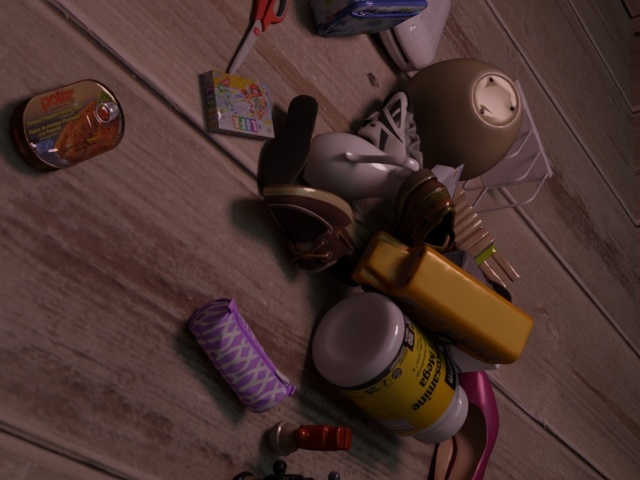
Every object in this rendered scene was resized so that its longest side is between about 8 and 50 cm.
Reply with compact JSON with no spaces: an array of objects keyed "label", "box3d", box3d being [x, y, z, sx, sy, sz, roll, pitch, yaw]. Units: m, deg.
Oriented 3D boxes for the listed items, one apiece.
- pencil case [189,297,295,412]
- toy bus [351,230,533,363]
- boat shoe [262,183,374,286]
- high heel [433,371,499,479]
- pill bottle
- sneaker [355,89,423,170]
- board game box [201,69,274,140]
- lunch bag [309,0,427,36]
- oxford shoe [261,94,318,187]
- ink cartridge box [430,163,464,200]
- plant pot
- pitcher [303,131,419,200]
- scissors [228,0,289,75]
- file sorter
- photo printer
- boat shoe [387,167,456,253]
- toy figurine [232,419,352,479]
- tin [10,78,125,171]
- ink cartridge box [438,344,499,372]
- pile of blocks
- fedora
[{"label":"pencil case","box3d":[-0.124,0.185,1.423,0.206,0.088,0.086,56,37,-28]},{"label":"toy bus","box3d":[0.226,0.107,1.673,0.332,0.130,0.108,34,72,-16]},{"label":"boat shoe","box3d":[0.000,0.000,1.634,0.342,0.123,0.123,39,56,-58]},{"label":"high heel","box3d":[0.304,0.441,1.926,0.181,0.127,0.378,29,59,-61]},{"label":"pill bottle","box3d":[0.146,0.256,1.706,0.334,0.187,0.188,45,46,-39]},{"label":"sneaker","box3d":[0.129,-0.228,1.903,0.331,0.146,0.123,-91,179,-58]},{"label":"board game box","box3d":[-0.144,-0.236,1.579,0.154,0.026,0.104,0,80,-56]},{"label":"lunch bag","box3d":[0.101,-0.491,1.855,0.218,0.176,0.090,-12,87,-39]},{"label":"oxford shoe","box3d":[-0.052,-0.166,1.662,0.076,0.076,0.212,96,14,-61]},{"label":"ink cartridge box","box3d":[0.224,-0.048,1.942,0.224,0.045,0.223,-37,147,-54]},{"label":"plant pot","box3d":[0.344,-0.290,2.014,0.284,0.191,0.284,3,82,-22]},{"label":"pitcher","box3d":[0.078,-0.140,1.683,0.178,0.207,0.126,107,-3,-74]},{"label":"scissors","box3d":[-0.111,-0.397,1.682,0.109,0.021,0.297,42,46,-44]},{"label":"file sorter","box3d":[0.441,-0.235,2.296,0.173,0.192,0.278,-47,119,-47]},{"label":"photo printer","box3d":[0.209,-0.568,2.117,0.256,0.107,0.308,59,37,-38]},{"label":"boat shoe","box3d":[0.197,-0.010,1.716,0.104,0.110,0.307,50,-12,24]},{"label":"toy figurine","box3d":[-0.030,0.416,1.449,0.213,0.148,0.210,-51,127,-52]},{"label":"tin","box3d":[-0.350,-0.162,1.247,0.189,0.040,0.106,-36,114,-54]},{"label":"ink cartridge box","box3d":[0.290,0.209,1.903,0.160,0.219,0.093,-40,114,-53]},{"label":"pile of blocks","box3d":[0.337,-0.002,2.169,0.112,0.149,0.362,-37,106,-8]},{"label":"fedora","box3d":[0.267,0.101,1.869,0.275,0.243,0.124,-81,154,-73]}]
